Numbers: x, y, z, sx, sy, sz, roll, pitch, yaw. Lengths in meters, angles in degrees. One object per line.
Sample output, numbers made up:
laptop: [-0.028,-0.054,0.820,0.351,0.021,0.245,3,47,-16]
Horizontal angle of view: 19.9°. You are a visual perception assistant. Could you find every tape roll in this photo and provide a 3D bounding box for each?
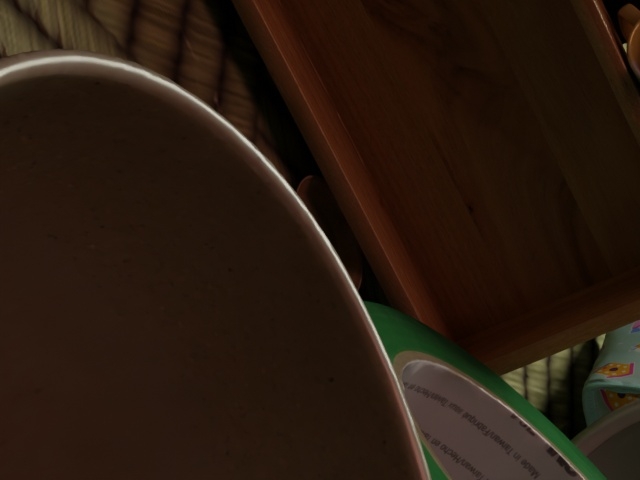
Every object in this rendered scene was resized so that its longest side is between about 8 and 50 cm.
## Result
tape roll: [0.103,0.174,1.033,0.321,0.077,0.321,40,13,-12]

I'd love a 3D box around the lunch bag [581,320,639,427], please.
lunch bag: [0.313,0.198,1.478,0.223,0.160,0.262,-40,117,-69]

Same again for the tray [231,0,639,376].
tray: [0.081,-0.119,1.162,0.411,0.203,0.076,62,16,-15]

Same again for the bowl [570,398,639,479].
bowl: [0.282,0.223,1.299,0.134,0.298,0.297,-65,132,-75]

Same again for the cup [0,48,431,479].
cup: [-0.131,0.129,0.610,0.331,0.237,0.331,38,44,-48]

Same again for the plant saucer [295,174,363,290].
plant saucer: [0.000,0.000,1.169,0.083,0.015,0.083,41,40,-46]

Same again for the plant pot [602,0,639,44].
plant pot: [0.184,-0.176,1.331,0.333,0.334,0.305,64,18,-16]

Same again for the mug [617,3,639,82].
mug: [0.226,-0.114,1.145,0.064,0.062,0.078,55,23,-61]
